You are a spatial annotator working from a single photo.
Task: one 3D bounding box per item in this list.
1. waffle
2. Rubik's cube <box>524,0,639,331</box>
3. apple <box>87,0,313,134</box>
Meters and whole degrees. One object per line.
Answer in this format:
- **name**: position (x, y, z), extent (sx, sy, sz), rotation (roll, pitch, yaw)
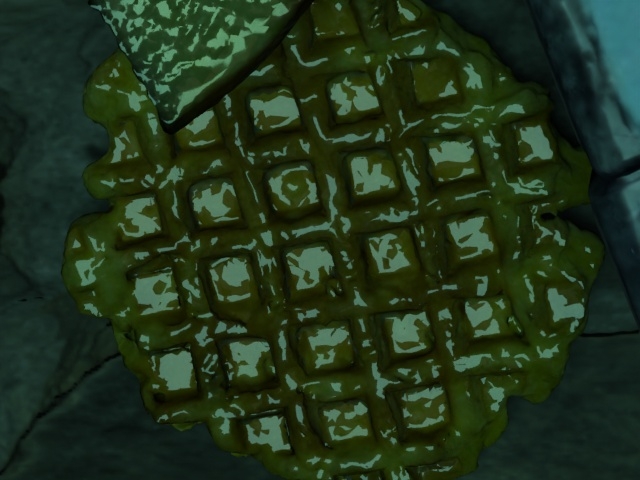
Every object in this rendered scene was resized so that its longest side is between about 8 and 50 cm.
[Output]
- **waffle**: position (0.000, 0.000, 0.882), extent (0.325, 0.068, 0.302), rotation (33, 106, 1)
- **Rubik's cube**: position (0.263, -0.100, 0.680), extent (0.318, 0.316, 0.313), rotation (-21, 96, 15)
- **apple**: position (-0.096, -0.234, 0.763), extent (0.254, 0.179, 0.346), rotation (-32, 86, 51)
